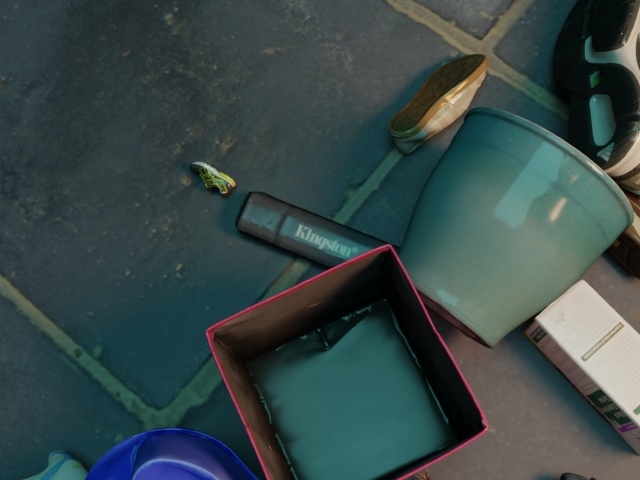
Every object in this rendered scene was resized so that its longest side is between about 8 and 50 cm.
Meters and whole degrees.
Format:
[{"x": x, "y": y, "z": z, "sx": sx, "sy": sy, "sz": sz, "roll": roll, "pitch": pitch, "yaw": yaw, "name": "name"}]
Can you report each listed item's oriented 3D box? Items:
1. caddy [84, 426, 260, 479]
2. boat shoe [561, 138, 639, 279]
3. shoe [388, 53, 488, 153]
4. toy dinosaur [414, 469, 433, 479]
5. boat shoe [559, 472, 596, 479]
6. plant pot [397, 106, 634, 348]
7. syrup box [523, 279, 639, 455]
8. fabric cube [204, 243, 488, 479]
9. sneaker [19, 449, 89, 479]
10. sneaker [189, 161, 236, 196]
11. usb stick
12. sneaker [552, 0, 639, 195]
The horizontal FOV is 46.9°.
[{"x": -0.154, "y": 0.392, "z": 0.896, "sx": 0.241, "sy": 0.179, "sz": 0.341, "roll": -43, "pitch": 90, "yaw": -5, "name": "caddy"}, {"x": 0.443, "y": -0.059, "z": 1.120, "sx": 0.095, "sy": 0.095, "sz": 0.257, "roll": -32, "pitch": 77, "yaw": -21, "name": "boat shoe"}, {"x": 0.197, "y": -0.226, "z": 1.210, "sx": 0.219, "sy": 0.058, "sz": 0.076, "roll": -43, "pitch": 42, "yaw": -14, "name": "shoe"}, {"x": 0.152, "y": 0.334, "z": 0.989, "sx": 0.090, "sy": 0.082, "sz": 0.047, "roll": 1, "pitch": 88, "yaw": -9, "name": "toy dinosaur"}, {"x": 0.323, "y": 0.430, "z": 0.949, "sx": 0.079, "sy": 0.095, "sz": 0.254, "roll": 16, "pitch": 72, "yaw": 8, "name": "boat shoe"}, {"x": 0.240, "y": 0.000, "z": 1.025, "sx": 0.272, "sy": 0.271, "sz": 0.255, "roll": 36, "pitch": 87, "yaw": 15, "name": "plant pot"}, {"x": 0.407, "y": 0.179, "z": 1.029, "sx": 0.096, "sy": 0.093, "sz": 0.237, "roll": -38, "pitch": 73, "yaw": -9, "name": "syrup box"}, {"x": 0.033, "y": 0.200, "z": 0.964, "sx": 0.254, "sy": 0.258, "sz": 0.259, "roll": -25, "pitch": 71, "yaw": -5, "name": "fabric cube"}, {"x": -0.420, "y": 0.396, "z": 1.027, "sx": 0.229, "sy": 0.087, "sz": 0.092, "roll": -40, "pitch": 66, "yaw": -17, "name": "sneaker"}, {"x": -0.180, "y": -0.100, "z": 1.201, "sx": 0.083, "sy": 0.031, "sz": 0.035, "roll": 25, "pitch": 75, "yaw": 12, "name": "sneaker"}, {"x": 0.000, "y": 0.000, "z": 1.146, "sx": 0.278, "sy": 0.045, "sz": 0.077, "roll": 22, "pitch": 73, "yaw": 11, "name": "usb stick"}, {"x": 0.519, "y": -0.229, "z": 1.157, "sx": 0.257, "sy": 0.169, "sz": 0.447, "roll": 26, "pitch": 54, "yaw": -20, "name": "sneaker"}]
